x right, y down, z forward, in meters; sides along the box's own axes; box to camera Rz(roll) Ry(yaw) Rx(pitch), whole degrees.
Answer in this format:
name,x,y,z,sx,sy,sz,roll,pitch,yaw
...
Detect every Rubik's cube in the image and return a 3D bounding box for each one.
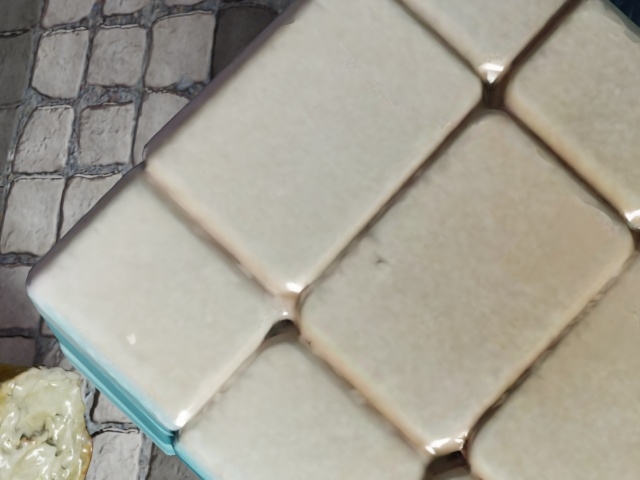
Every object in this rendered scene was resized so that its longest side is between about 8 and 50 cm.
name,x,y,z,sx,sy,sz,roll,pitch,yaw
Rubik's cube,0.058,0.040,0.876,0.316,0.322,0.319,43,78,2

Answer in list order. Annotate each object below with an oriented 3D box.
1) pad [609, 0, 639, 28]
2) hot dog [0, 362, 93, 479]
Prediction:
name,x,y,z,sx,sy,sz,roll,pitch,yaw
pad,0.247,-0.259,1.167,0.269,0.012,0.270,40,131,38
hot dog,-0.430,0.258,1.459,0.365,0.196,0.367,11,79,41
